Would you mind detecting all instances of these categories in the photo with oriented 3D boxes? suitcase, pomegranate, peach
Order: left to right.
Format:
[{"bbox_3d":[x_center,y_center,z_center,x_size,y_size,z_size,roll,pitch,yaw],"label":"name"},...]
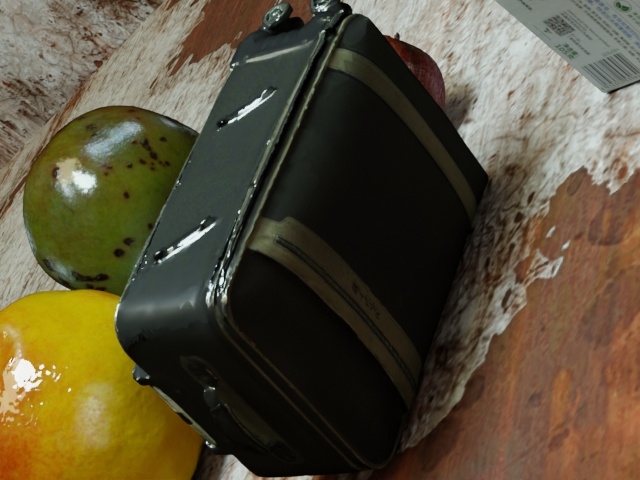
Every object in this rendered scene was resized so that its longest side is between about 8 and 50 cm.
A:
[{"bbox_3d":[-0.267,0.214,1.677,0.289,0.289,0.308,-35,20,43],"label":"peach"},{"bbox_3d":[-0.226,-0.026,2.056,0.291,0.323,0.291,-53,-16,-23],"label":"pomegranate"},{"bbox_3d":[0.000,0.000,1.419,0.194,0.283,0.434,-9,44,39],"label":"suitcase"}]

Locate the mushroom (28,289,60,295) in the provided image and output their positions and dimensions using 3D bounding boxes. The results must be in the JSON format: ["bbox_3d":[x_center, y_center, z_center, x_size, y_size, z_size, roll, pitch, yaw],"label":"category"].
[{"bbox_3d":[-0.348,0.172,2.100,0.207,0.207,0.215,-52,-14,7],"label":"mushroom"}]

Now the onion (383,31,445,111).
[{"bbox_3d":[0.057,-0.130,1.696,0.159,0.159,0.195,-24,51,55],"label":"onion"}]

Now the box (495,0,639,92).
[{"bbox_3d":[0.238,-0.228,1.359,0.139,0.194,0.073,-19,39,58],"label":"box"}]
